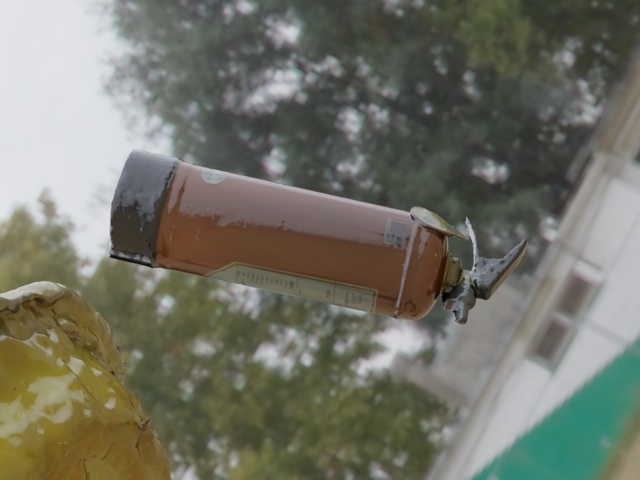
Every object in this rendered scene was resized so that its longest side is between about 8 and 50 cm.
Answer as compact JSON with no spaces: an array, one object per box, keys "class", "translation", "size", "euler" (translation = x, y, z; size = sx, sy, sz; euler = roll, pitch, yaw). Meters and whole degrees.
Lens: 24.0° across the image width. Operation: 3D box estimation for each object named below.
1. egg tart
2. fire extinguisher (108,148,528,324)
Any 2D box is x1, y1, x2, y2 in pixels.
[{"class":"egg tart","translation":[-0.236,0.221,1.158],"size":[0.388,0.169,0.388],"euler":[-40,-42,-49]},{"class":"fire extinguisher","translation":[0.000,0.000,0.647],"size":[0.062,0.177,0.050],"euler":[-76,-3,-47]}]
